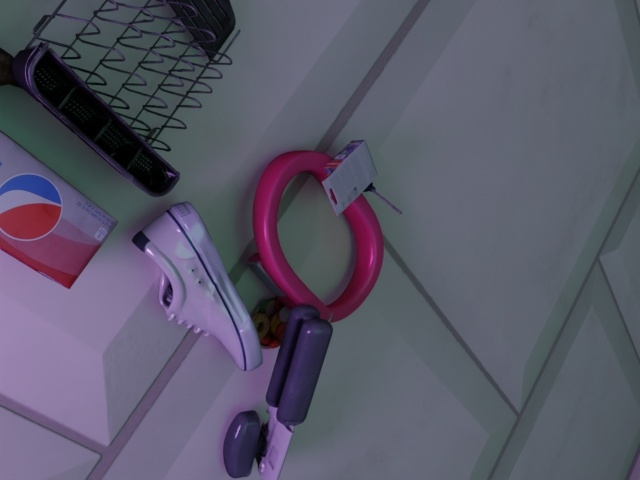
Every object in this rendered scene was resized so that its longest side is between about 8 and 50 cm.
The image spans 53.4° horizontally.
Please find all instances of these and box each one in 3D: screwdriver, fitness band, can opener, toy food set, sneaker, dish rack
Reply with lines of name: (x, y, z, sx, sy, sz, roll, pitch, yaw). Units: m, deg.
screwdriver: (0.086, -0.072, 0.944, 0.025, 0.170, 0.024, -45, 121, -3)
fitness band: (0.000, 0.000, 0.942, 0.291, 0.054, 0.209, 51, 59, -39)
can opener: (-0.067, 0.226, 0.897, 0.095, 0.076, 0.283, 2, 115, -32)
toy food set: (-0.070, 0.121, 0.942, 0.082, 0.020, 0.083, -54, 131, -20)
sneaker: (-0.156, 0.075, 0.812, 0.091, 0.094, 0.258, -30, 117, -15)
dish rack: (-0.182, -0.211, 0.688, 0.271, 0.074, 0.208, -60, 145, -16)

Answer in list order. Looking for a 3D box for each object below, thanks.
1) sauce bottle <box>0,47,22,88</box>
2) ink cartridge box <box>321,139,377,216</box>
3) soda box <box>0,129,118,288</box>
sauce bottle: (-0.325, -0.171, 0.601, 0.128, 0.042, 0.042, 17, 88, -52)
ink cartridge box: (0.035, -0.090, 0.917, 0.115, 0.029, 0.062, -46, 126, -35)
soda box: (-0.327, -0.062, 0.599, 0.263, 0.083, 0.092, 46, 69, -42)
